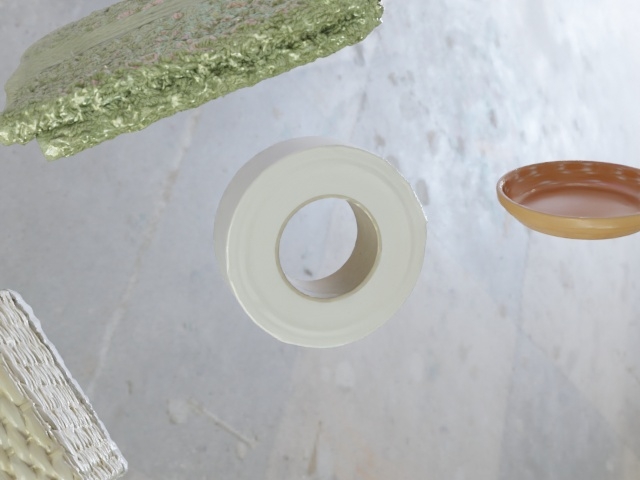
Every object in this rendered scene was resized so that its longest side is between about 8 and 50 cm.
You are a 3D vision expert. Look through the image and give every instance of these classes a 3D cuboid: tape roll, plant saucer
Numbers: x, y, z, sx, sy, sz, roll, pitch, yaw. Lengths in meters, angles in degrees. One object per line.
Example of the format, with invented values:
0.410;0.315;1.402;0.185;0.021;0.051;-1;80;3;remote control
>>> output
0.000;0.000;1.227;0.286;0.100;0.286;-4;104;-16;tape roll
0.306;-0.047;1.041;0.200;0.200;0.037;-34;129;-51;plant saucer

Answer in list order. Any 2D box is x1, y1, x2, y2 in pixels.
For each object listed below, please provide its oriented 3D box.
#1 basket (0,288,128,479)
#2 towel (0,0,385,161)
-0.480;0.268;1.148;0.328;0.266;0.331;-33;87;-9;basket
-0.055;-0.082;0.355;0.110;0.148;0.027;-117;-173;-58;towel
